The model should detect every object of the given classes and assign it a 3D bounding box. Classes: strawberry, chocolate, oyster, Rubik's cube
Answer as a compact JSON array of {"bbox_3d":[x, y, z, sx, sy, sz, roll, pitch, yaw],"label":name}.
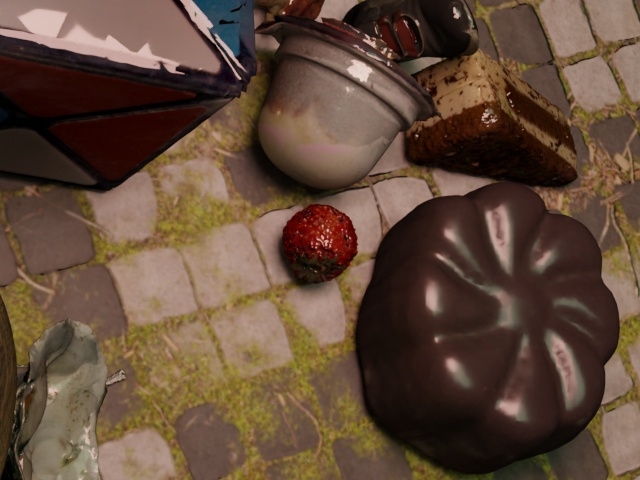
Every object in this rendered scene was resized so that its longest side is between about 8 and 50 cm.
[{"bbox_3d":[0.000,0.000,1.510,0.083,0.083,0.096,23,35,-20],"label":"strawberry"},{"bbox_3d":[0.002,-0.134,1.509,0.221,0.221,0.147,37,77,-12],"label":"chocolate"},{"bbox_3d":[-0.242,0.208,1.292,0.199,0.087,0.252,-49,139,-61],"label":"oyster"},{"bbox_3d":[-0.257,-0.249,1.316,0.307,0.305,0.310,7,70,-29],"label":"Rubik's cube"}]

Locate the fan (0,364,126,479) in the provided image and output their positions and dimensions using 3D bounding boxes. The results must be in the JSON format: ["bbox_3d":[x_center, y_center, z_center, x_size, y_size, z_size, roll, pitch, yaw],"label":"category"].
[{"bbox_3d":[-0.258,0.162,1.355,0.175,0.005,0.113,-26,88,-32],"label":"fan"}]

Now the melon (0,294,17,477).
[{"bbox_3d":[-0.373,0.134,1.165,0.248,0.248,0.329,6,82,-26],"label":"melon"}]

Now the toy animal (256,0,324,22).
[{"bbox_3d":[-0.045,-0.380,1.614,0.157,0.097,0.312,26,60,-30],"label":"toy animal"}]

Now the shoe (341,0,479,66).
[{"bbox_3d":[0.087,-0.228,1.563,0.112,0.227,0.099,-28,107,-13],"label":"shoe"}]

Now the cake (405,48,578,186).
[{"bbox_3d":[0.228,-0.139,1.641,0.246,0.135,0.112,9,68,-26],"label":"cake"}]

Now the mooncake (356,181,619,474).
[{"bbox_3d":[0.183,0.092,1.532,0.306,0.154,0.306,9,67,-23],"label":"mooncake"}]
